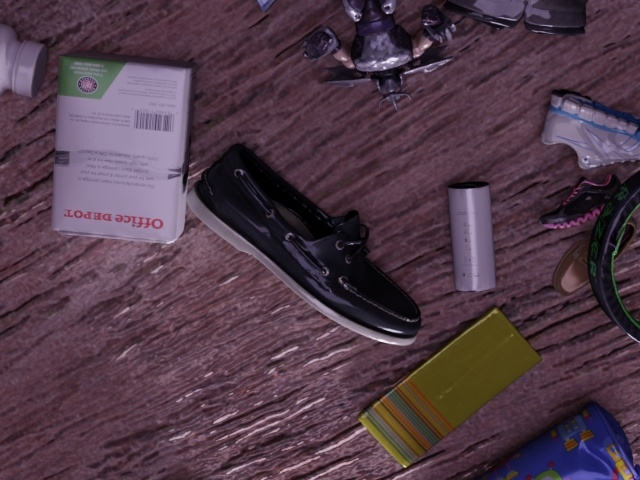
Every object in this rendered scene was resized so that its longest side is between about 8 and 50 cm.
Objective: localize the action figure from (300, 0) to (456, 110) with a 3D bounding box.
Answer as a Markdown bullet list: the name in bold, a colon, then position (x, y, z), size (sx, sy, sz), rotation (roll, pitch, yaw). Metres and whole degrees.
- **action figure**: position (0.060, -0.280, 1.543), size (0.185, 0.099, 0.285), rotation (-15, 120, 1)

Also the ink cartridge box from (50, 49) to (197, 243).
- **ink cartridge box**: position (-0.243, -0.117, 1.607), size (0.160, 0.092, 0.219), rotation (6, 102, 0)

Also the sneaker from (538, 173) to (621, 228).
- **sneaker**: position (0.329, -0.051, 1.636), size (0.119, 0.047, 0.057), rotation (-19, 94, -2)

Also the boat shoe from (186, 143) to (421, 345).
- **boat shoe**: position (0.001, -0.002, 1.610), size (0.340, 0.127, 0.113), rotation (37, 112, 3)

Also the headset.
- **headset**: position (0.527, 0.045, 1.576), size (0.394, 0.185, 0.243), rotation (14, 102, -13)

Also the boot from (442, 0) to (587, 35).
- **boot**: position (0.183, -0.374, 1.536), size (0.338, 0.118, 0.222), rotation (19, 107, 2)

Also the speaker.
- **speaker**: position (0.192, -0.006, 1.639), size (0.055, 0.055, 0.136), rotation (-6, 102, 3)

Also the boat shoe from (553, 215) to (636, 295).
- **boat shoe**: position (0.349, 0.018, 1.646), size (0.050, 0.045, 0.135), rotation (38, 100, -6)

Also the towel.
- **towel**: position (0.169, 0.193, 1.702), size (0.237, 0.021, 0.102), rotation (-40, 104, 8)

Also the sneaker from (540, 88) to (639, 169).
- **sneaker**: position (0.363, -0.120, 1.613), size (0.191, 0.071, 0.083), rotation (22, 113, 1)

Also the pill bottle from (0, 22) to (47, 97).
- **pill bottle**: position (-0.427, -0.227, 1.587), size (0.169, 0.094, 0.094), rotation (13, 102, -1)

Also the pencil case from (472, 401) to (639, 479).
- **pencil case**: position (0.272, 0.340, 1.677), size (0.306, 0.119, 0.133), rotation (-36, 75, 9)

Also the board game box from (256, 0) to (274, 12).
- **board game box**: position (-0.069, -0.386, 1.563), size (0.194, 0.060, 0.194), rotation (26, 101, -4)
